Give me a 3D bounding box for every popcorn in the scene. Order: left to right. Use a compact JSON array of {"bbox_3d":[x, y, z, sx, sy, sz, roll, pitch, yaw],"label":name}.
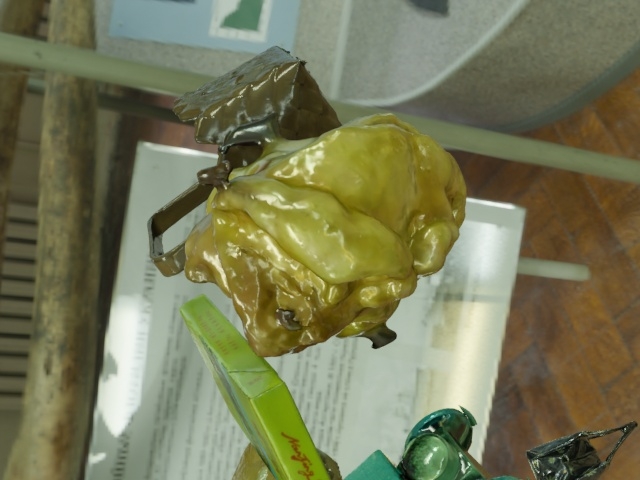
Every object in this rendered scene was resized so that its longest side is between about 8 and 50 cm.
[{"bbox_3d":[0.000,0.000,0.931,0.297,0.316,0.281,-20,110,37],"label":"popcorn"}]

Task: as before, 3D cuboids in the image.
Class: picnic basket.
[{"bbox_3d":[-0.097,-0.079,1.258,0.321,0.291,0.254,-36,21,-1],"label":"picnic basket"}]

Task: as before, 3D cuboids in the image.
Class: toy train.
[{"bbox_3d":[0.123,0.287,0.839,0.194,0.298,0.120,-42,39,1],"label":"toy train"}]

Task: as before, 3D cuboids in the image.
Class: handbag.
[{"bbox_3d":[0.325,0.258,1.112,0.139,0.115,0.072,-37,63,7],"label":"handbag"}]

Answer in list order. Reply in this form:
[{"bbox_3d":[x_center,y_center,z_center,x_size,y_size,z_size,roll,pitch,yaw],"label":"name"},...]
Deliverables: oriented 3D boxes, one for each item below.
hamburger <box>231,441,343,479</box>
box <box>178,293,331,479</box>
[{"bbox_3d":[-0.042,0.363,1.239,0.215,0.122,0.189,-15,54,60],"label":"hamburger"},{"bbox_3d":[-0.078,0.192,1.085,0.335,0.047,0.187,30,145,65],"label":"box"}]
